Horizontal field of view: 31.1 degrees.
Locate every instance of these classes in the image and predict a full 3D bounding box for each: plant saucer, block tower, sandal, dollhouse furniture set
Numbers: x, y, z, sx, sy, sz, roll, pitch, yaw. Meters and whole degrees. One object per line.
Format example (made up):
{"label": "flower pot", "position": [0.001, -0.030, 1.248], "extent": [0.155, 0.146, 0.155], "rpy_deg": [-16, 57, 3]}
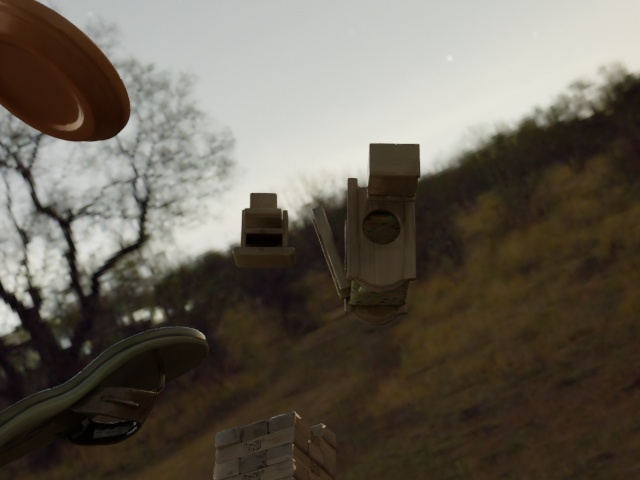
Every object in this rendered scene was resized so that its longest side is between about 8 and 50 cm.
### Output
{"label": "plant saucer", "position": [-0.287, -0.168, 1.171], "extent": [0.200, 0.200, 0.037], "rpy_deg": [-26, 29, 57]}
{"label": "block tower", "position": [-0.040, 0.315, 1.029], "extent": [0.091, 0.335, 0.097], "rpy_deg": [-19, -43, 20]}
{"label": "sandal", "position": [-0.253, 0.197, 1.305], "extent": [0.302, 0.086, 0.120], "rpy_deg": [-29, -23, -28]}
{"label": "dollhouse furniture set", "position": [0.000, 0.000, 0.982], "extent": [0.161, 0.101, 0.182], "rpy_deg": [0, -20, 1]}
